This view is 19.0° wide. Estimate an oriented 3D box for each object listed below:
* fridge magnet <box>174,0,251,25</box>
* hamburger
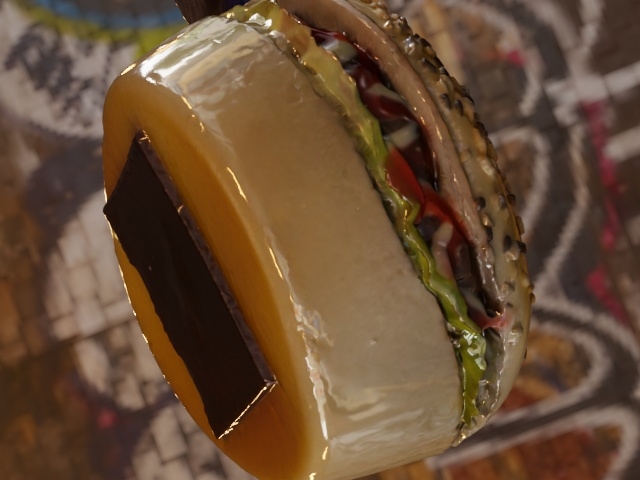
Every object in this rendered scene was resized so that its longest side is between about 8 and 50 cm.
[{"bbox_3d":[-0.049,-0.220,1.294,0.265,0.113,0.265,163,90,-78],"label":"fridge magnet"},{"bbox_3d":[0.000,0.000,1.091,0.300,0.176,0.300,46,150,37],"label":"hamburger"}]
